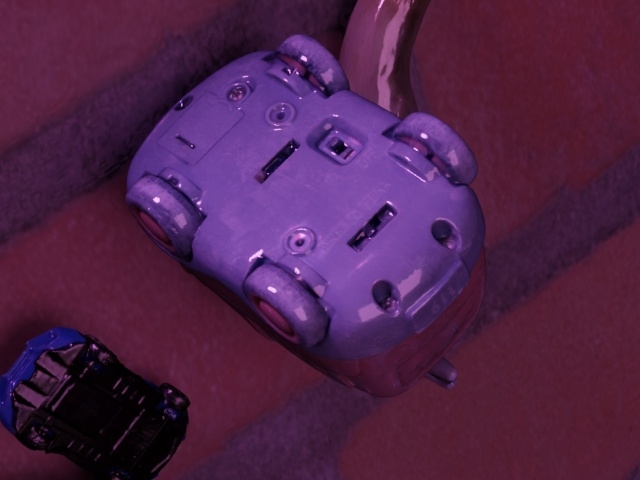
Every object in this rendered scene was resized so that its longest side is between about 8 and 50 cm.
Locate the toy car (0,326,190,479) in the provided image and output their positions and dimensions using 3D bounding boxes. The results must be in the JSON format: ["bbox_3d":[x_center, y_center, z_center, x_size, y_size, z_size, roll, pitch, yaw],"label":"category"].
[{"bbox_3d":[-0.184,0.138,1.496,0.103,0.063,0.216,-53,146,-4],"label":"toy car"}]

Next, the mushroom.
[{"bbox_3d":[0.055,-0.149,1.562,0.092,0.081,0.223,-2,108,-19],"label":"mushroom"}]

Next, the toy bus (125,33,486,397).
[{"bbox_3d":[0.000,0.000,1.460,0.197,0.294,0.232,-47,148,-16],"label":"toy bus"}]
